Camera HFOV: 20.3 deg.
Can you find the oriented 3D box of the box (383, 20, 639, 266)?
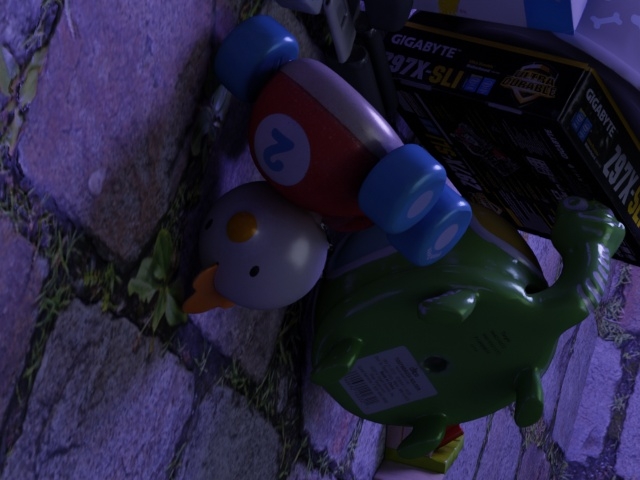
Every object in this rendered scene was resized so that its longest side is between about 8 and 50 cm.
[{"bbox_3d":[0.229,-0.100,1.949,0.079,0.257,0.322,-58,139,-14],"label":"box"}]

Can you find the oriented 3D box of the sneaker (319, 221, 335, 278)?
[{"bbox_3d":[0.000,0.000,1.820,0.032,0.037,0.083,32,70,-69],"label":"sneaker"}]

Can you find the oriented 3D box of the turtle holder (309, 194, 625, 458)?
[{"bbox_3d":[0.135,0.051,1.869,0.320,0.243,0.227,-47,-151,37],"label":"turtle holder"}]

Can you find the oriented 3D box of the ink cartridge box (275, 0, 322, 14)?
[{"bbox_3d":[-0.025,-0.332,1.517,0.224,0.045,0.223,39,64,-69],"label":"ink cartridge box"}]

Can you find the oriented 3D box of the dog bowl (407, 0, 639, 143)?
[{"bbox_3d":[0.265,-0.188,1.937,0.102,0.349,0.349,-59,157,-15],"label":"dog bowl"}]

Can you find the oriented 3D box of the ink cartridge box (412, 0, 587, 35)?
[{"bbox_3d":[0.158,-0.334,1.760,0.168,0.233,0.171,73,34,-52],"label":"ink cartridge box"}]

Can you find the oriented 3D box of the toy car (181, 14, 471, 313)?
[{"bbox_3d":[-0.036,-0.023,1.531,0.238,0.219,0.210,-47,159,-1],"label":"toy car"}]

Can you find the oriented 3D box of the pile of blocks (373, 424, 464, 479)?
[{"bbox_3d":[0.132,0.344,2.313,0.149,0.112,0.362,10,93,-72],"label":"pile of blocks"}]

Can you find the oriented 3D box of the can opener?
[{"bbox_3d":[0.048,-0.187,1.771,0.280,0.093,0.074,77,30,-61],"label":"can opener"}]
